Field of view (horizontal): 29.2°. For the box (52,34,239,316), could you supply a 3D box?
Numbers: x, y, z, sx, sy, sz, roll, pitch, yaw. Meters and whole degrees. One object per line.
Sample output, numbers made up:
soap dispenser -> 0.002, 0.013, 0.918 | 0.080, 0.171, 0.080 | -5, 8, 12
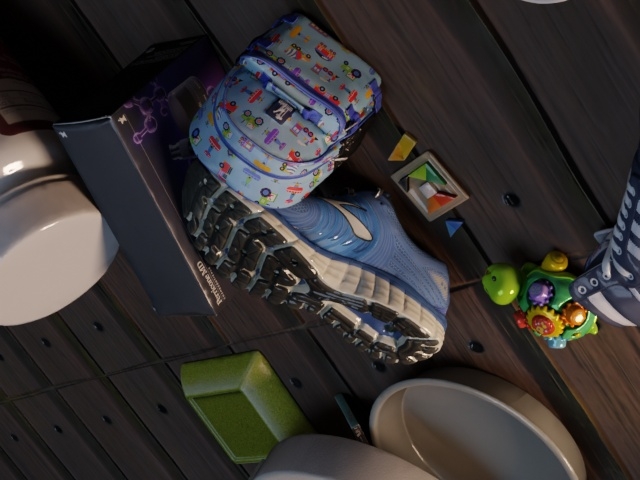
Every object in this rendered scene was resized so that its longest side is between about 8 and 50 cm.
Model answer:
box -> -0.156, -0.070, 1.391 | 0.103, 0.184, 0.261 | -1, 125, 41

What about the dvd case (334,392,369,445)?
dvd case -> 0.056, 0.268, 1.619 | 0.119, 0.013, 0.087 | 64, 176, -26

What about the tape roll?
tape roll -> 0.076, 0.409, 1.639 | 0.392, 0.072, 0.392 | 22, 144, 18

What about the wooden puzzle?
wooden puzzle -> 0.114, -0.057, 1.311 | 0.116, 0.014, 0.078 | 44, 141, -2

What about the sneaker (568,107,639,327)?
sneaker -> 0.293, -0.022, 1.125 | 0.153, 0.099, 0.282 | 1, 129, 37

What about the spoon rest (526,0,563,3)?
spoon rest -> 0.169, -0.311, 0.977 | 0.137, 0.084, 0.276 | 21, 136, 25

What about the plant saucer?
plant saucer -> -0.108, 0.253, 1.758 | 0.188, 0.045, 0.188 | -15, 115, 47

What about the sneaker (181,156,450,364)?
sneaker -> 0.000, 0.000, 1.342 | 0.330, 0.147, 0.130 | 32, 141, -11

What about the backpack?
backpack -> -0.041, -0.126, 1.251 | 0.158, 0.173, 0.117 | 41, 141, 4

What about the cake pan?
cake pan -> 0.197, 0.267, 1.507 | 0.293, 0.054, 0.293 | 23, 137, 23

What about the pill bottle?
pill bottle -> -0.416, -0.104, 1.462 | 0.392, 0.224, 0.224 | 51, 145, 23

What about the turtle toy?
turtle toy -> 0.231, 0.062, 1.280 | 0.130, 0.066, 0.095 | 33, 140, 11
